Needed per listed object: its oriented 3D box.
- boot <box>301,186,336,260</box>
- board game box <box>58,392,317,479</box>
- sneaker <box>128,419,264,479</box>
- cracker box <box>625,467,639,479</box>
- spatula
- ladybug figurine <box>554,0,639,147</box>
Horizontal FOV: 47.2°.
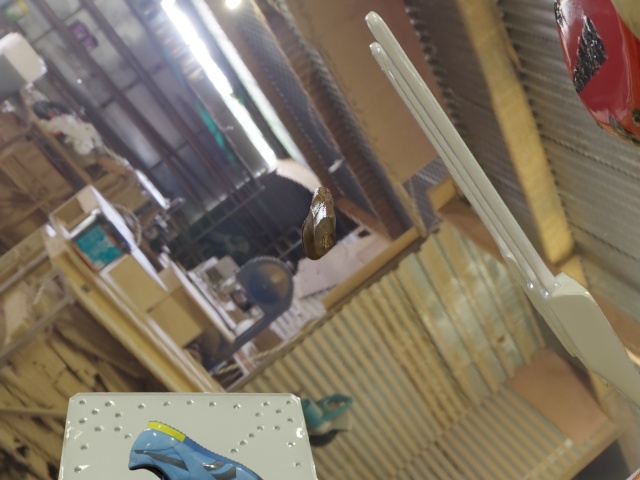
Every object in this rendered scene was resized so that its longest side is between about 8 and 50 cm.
[{"bbox_3d":[0.000,0.000,0.897,0.114,0.037,0.106,-102,-165,-63],"label":"boot"},{"bbox_3d":[-0.196,0.391,1.117,0.390,0.390,0.050,-108,-154,-54],"label":"board game box"},{"bbox_3d":[-0.171,0.335,1.030,0.209,0.082,0.069,30,-37,-10],"label":"sneaker"},{"bbox_3d":[0.278,0.327,0.749,0.067,0.232,0.156,46,-36,27],"label":"cracker box"},{"bbox_3d":[0.097,-0.018,0.406,0.242,0.019,0.168,57,9,-3],"label":"spatula"},{"bbox_3d":[0.319,-0.202,0.661,0.305,0.162,0.449,68,11,13],"label":"ladybug figurine"}]
